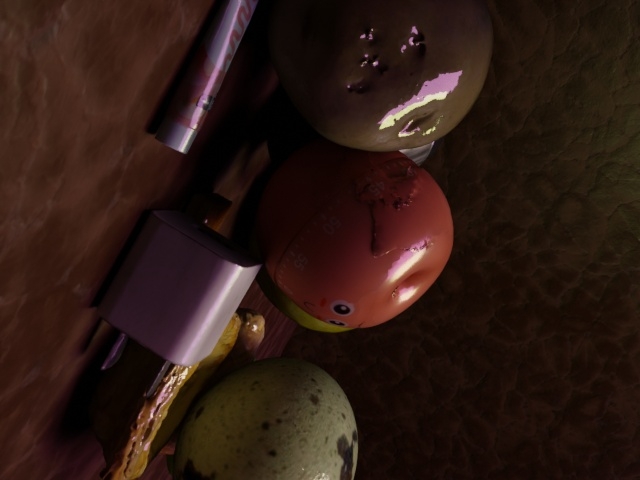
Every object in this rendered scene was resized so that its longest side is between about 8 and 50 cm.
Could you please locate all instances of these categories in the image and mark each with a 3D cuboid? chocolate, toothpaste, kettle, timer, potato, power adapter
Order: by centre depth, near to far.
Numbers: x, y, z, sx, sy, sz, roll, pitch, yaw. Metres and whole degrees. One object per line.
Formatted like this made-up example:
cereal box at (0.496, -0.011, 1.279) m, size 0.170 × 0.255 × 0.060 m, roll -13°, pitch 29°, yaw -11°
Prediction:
toothpaste at (-0.096, -0.180, 0.683) m, size 0.205 × 0.036 × 0.056 m, roll -63°, pitch 171°, yaw 5°
potato at (0.074, -0.226, 0.821) m, size 0.221 × 0.243 × 0.326 m, roll -66°, pitch 170°, yaw 26°
power adapter at (-0.178, 0.082, 0.845) m, size 0.205 × 0.130 × 0.125 m, roll -58°, pitch 174°, yaw 6°
timer at (0.040, -0.011, 0.893) m, size 0.230 × 0.215 × 0.229 m, roll -40°, pitch 157°, yaw -20°
kettle at (0.025, -0.152, 1.082) m, size 0.271 × 0.207 × 0.250 m, roll -30°, pitch 157°, yaw -43°
chocolate at (-0.219, 0.247, 1.322) m, size 0.309 × 0.134 × 0.134 m, roll -52°, pitch 172°, yaw -12°

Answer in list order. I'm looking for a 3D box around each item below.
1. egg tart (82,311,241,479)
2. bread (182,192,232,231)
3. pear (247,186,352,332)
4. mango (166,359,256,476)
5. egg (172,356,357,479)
egg tart at (-0.233, 0.201, 1.033) m, size 0.315 × 0.120 × 0.315 m, roll -57°, pitch 175°, yaw -8°
bread at (-0.159, -0.016, 0.947) m, size 0.094 × 0.035 × 0.090 m, roll -60°, pitch 174°, yaw 8°
pear at (0.000, 0.000, 1.283) m, size 0.287 × 0.287 × 0.375 m, roll -57°, pitch 144°, yaw -11°
mango at (-0.255, 0.426, 1.754) m, size 0.343 × 0.156 × 0.192 m, roll -48°, pitch 160°, yaw -40°
egg at (-0.084, 0.341, 1.185) m, size 0.287 × 0.288 × 0.379 m, roll -61°, pitch -179°, yaw 18°
